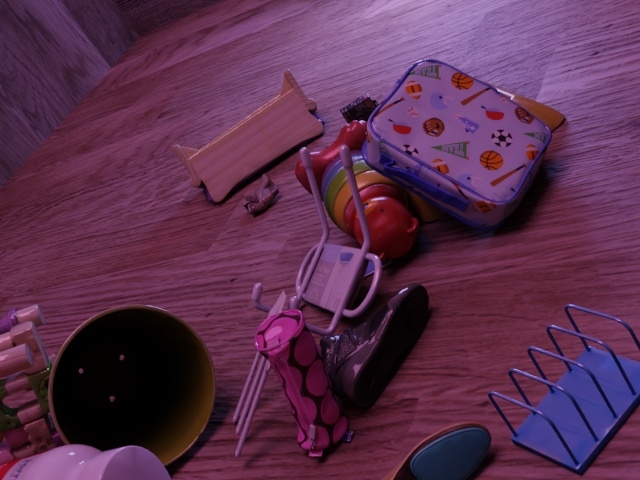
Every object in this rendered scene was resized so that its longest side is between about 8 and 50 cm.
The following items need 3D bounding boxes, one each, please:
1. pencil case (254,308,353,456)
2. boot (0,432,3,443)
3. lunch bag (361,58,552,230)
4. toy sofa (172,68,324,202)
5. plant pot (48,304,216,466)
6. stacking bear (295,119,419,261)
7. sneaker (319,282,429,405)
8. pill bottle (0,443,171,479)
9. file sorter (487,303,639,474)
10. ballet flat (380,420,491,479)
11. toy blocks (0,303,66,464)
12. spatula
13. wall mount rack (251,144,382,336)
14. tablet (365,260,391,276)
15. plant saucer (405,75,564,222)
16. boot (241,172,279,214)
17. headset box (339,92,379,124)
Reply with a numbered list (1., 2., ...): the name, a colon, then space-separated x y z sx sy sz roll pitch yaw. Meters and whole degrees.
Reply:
1. pencil case: -0.028 0.209 1.438 0.095 0.209 0.098 -10 25 29
2. boot: -0.633 0.449 1.872 0.211 0.104 0.295 -5 42 35
3. lunch bag: 0.225 -0.164 1.691 0.303 0.115 0.243 30 61 12
4. toy sofa: -0.170 -0.250 2.436 0.362 0.177 0.150 -35 2 1
5. plant pot: -0.356 0.246 1.728 0.275 0.275 0.293 -44 14 -18
6. stacking bear: 0.089 -0.068 1.808 0.175 0.164 0.289 -36 34 5
7. sneaker: 0.075 0.150 1.549 0.130 0.087 0.228 10 56 46
8. pill bottle: -0.427 0.441 1.491 0.407 0.229 0.229 -20 30 26
9. file sorter: 0.312 0.177 1.222 0.170 0.104 0.118 -44 29 -18
10. ballet flat: 0.116 0.307 1.269 0.232 0.080 0.073 -37 12 -8
11. toy blocks: -0.597 0.298 1.772 0.260 0.289 0.309 -20 20 -5
12. spatula: -0.095 0.209 1.562 0.168 0.019 0.242 -117 44 -73
13. wall mount rack: 0.000 0.000 1.702 0.304 0.130 0.350 -69 21 -4
14. tablet: 0.090 0.046 1.787 0.083 0.006 0.054 -29 28 13
15. plant saucer: 0.254 -0.206 1.929 0.332 0.081 0.333 -38 27 -4
16. boot: -0.142 -0.105 2.254 0.087 0.042 0.118 -37 27 1
17. headset box: 0.096 -0.294 2.264 0.083 0.062 0.032 -31 28 6
